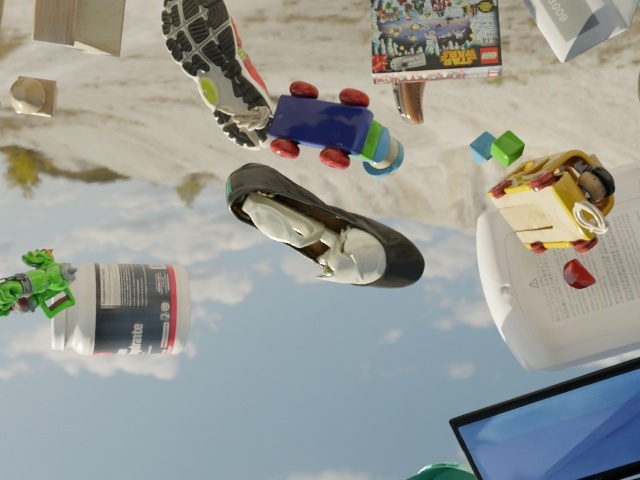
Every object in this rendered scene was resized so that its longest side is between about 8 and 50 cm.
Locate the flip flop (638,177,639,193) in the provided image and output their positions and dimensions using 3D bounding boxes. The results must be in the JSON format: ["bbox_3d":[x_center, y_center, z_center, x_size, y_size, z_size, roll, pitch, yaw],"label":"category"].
[{"bbox_3d":[0.427,-0.041,0.921,0.277,0.112,0.080,20,-143,-30],"label":"flip flop"}]

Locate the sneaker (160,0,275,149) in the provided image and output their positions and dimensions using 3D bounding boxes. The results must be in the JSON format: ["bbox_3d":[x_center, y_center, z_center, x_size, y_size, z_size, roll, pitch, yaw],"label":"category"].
[{"bbox_3d":[-0.149,-0.262,1.324,0.107,0.279,0.118,-23,-177,10],"label":"sneaker"}]

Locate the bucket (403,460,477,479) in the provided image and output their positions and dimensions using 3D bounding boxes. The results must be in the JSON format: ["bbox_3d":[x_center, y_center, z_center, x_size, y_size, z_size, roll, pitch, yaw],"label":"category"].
[{"bbox_3d":[0.242,0.521,1.533,0.281,0.281,0.183,-2,173,25],"label":"bucket"}]

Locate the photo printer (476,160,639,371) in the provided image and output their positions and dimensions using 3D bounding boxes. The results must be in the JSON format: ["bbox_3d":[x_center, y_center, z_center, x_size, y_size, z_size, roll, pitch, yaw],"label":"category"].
[{"bbox_3d":[0.382,0.038,1.241,0.307,0.256,0.107,-17,172,1],"label":"photo printer"}]

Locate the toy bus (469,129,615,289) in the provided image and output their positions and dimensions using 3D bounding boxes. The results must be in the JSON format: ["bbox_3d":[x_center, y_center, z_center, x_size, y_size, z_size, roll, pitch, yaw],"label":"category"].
[{"bbox_3d":[0.285,-0.054,1.022,0.104,0.191,0.202,-40,-126,-12],"label":"toy bus"}]

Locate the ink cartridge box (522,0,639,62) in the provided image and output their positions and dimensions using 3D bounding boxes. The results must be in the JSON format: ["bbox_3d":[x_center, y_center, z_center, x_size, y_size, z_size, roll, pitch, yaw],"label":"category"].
[{"bbox_3d":[0.277,-0.418,1.034,0.091,0.308,0.385,-27,-164,39],"label":"ink cartridge box"}]

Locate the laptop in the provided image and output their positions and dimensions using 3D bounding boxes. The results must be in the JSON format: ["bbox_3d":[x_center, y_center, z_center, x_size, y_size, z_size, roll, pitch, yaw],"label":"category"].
[{"bbox_3d":[0.288,0.278,0.874,0.234,0.264,0.136,-21,156,12],"label":"laptop"}]

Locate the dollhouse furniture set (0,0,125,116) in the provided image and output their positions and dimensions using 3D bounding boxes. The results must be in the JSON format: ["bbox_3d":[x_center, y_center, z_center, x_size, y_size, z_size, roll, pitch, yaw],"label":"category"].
[{"bbox_3d":[-0.420,-0.311,1.013,0.355,0.303,0.174,9,-174,3],"label":"dollhouse furniture set"}]

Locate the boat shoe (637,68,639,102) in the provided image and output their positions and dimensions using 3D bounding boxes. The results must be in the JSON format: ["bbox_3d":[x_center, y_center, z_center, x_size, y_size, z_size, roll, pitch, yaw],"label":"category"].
[{"bbox_3d":[0.496,-0.332,1.158,0.132,0.356,0.130,2,175,11],"label":"boat shoe"}]

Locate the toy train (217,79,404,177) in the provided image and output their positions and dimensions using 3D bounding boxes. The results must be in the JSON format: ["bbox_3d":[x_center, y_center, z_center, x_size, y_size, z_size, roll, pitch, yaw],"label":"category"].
[{"bbox_3d":[-0.010,-0.153,1.243,0.248,0.105,0.143,15,175,37],"label":"toy train"}]

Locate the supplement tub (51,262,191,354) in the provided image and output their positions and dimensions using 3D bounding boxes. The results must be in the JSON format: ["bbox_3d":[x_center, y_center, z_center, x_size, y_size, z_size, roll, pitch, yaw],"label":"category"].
[{"bbox_3d":[-0.416,0.142,1.832,0.272,0.191,0.191,1,-173,-18],"label":"supplement tub"}]

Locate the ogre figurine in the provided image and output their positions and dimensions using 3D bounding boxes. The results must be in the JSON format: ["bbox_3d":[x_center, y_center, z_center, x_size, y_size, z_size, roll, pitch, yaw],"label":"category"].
[{"bbox_3d":[-0.411,0.070,1.226,0.118,0.097,0.197,-19,158,-32],"label":"ogre figurine"}]

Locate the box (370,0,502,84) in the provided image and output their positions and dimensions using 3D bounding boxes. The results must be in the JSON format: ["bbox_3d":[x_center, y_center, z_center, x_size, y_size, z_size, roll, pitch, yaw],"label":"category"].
[{"bbox_3d":[0.122,-0.217,0.938,0.137,0.094,0.027,-3,163,7],"label":"box"}]

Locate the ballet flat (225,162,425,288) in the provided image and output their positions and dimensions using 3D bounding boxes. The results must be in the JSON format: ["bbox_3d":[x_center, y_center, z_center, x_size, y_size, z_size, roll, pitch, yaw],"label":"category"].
[{"bbox_3d":[0.000,0.000,1.114,0.280,0.095,0.096,26,-153,-2],"label":"ballet flat"}]

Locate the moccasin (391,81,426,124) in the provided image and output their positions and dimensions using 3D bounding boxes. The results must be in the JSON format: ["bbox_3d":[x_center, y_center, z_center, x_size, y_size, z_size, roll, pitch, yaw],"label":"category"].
[{"bbox_3d":[0.222,-0.427,1.806,0.146,0.380,0.139,7,179,2],"label":"moccasin"}]
